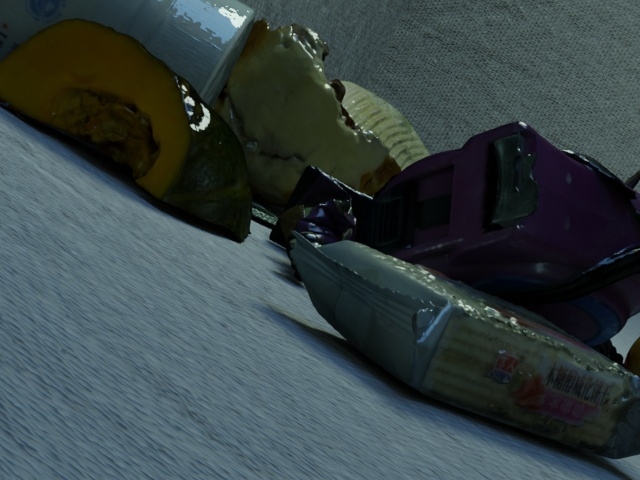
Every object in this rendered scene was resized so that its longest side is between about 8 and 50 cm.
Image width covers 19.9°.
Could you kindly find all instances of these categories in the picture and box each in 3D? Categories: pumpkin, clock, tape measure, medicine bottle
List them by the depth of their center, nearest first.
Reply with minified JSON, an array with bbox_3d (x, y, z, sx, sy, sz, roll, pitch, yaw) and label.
[{"bbox_3d":[0.166,0.001,1.528,0.232,0.149,0.245,22,-26,-40],"label":"tape measure"},{"bbox_3d":[-0.146,-0.104,1.640,0.278,0.111,0.163,30,1,33],"label":"pumpkin"},{"bbox_3d":[-0.241,-0.223,1.754,0.332,0.190,0.190,31,5,-5],"label":"medicine bottle"},{"bbox_3d":[-0.068,-0.031,1.819,0.074,0.010,0.083,22,9,-46],"label":"clock"}]

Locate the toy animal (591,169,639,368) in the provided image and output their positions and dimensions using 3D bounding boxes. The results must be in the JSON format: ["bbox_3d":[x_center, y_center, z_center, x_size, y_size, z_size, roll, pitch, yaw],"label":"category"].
[{"bbox_3d":[0.210,0.078,1.715,0.160,0.197,0.272,13,-48,35],"label":"toy animal"}]

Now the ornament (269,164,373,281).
[{"bbox_3d":[0.004,-0.008,1.592,0.088,0.081,0.203,27,6,0],"label":"ornament"}]

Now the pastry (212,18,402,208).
[{"bbox_3d":[-0.046,-0.117,1.981,0.237,0.170,0.256,47,-9,-28],"label":"pastry"}]

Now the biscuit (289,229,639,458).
[{"bbox_3d":[0.123,0.083,1.364,0.309,0.079,0.186,22,10,-38],"label":"biscuit"}]

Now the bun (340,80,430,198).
[{"bbox_3d":[0.056,-0.085,2.224,0.237,0.116,0.210,52,23,-12],"label":"bun"}]

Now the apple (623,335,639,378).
[{"bbox_3d":[0.372,0.144,1.863,0.126,0.102,0.126,27,7,-3],"label":"apple"}]
